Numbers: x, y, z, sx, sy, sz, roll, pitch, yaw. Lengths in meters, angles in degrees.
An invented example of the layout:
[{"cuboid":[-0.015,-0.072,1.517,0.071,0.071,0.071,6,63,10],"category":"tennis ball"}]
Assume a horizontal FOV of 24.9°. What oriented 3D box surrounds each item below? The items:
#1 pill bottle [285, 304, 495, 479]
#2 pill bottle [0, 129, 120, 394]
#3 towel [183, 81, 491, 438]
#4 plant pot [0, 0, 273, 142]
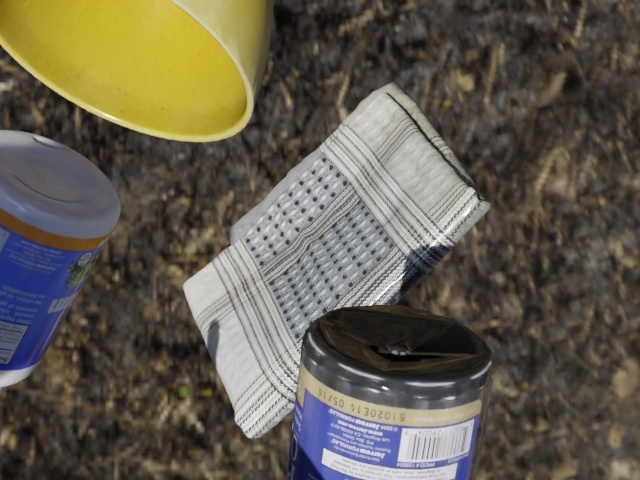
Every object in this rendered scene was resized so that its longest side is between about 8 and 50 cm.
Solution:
[{"cuboid":[0.037,0.162,0.933,0.122,0.123,0.219,4,110,-10],"category":"pill bottle"},{"cuboid":[-0.313,0.043,1.385,0.152,0.152,0.272,21,117,-22],"category":"pill bottle"},{"cuboid":[0.000,0.000,1.415,0.056,0.324,0.312,40,100,-26],"category":"towel"},{"cuboid":[-0.074,-0.121,0.652,0.134,0.095,0.134,20,155,10],"category":"plant pot"}]
